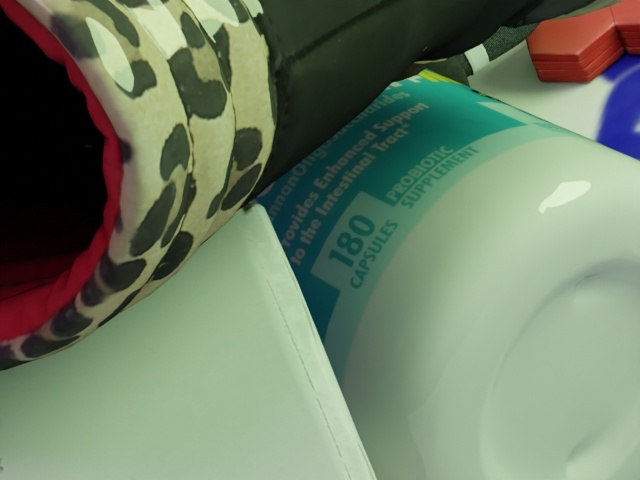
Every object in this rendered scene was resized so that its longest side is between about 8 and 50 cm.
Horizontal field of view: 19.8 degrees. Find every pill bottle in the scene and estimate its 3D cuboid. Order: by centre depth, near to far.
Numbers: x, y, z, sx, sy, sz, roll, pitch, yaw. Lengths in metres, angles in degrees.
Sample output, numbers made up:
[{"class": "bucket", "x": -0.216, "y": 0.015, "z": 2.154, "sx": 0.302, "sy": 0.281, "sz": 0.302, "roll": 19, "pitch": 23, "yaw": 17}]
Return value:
[{"class": "pill bottle", "x": 0.000, "y": 0.000, "z": 0.668, "sx": 0.146, "sy": 0.146, "sz": 0.264, "roll": -45, "pitch": 44, "yaw": -17}]

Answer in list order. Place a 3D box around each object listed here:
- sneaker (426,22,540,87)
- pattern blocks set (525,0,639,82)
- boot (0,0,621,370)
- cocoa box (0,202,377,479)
[{"class": "sneaker", "x": -0.005, "y": -0.126, "z": 0.806, "sx": 0.121, "sy": 0.079, "sz": 0.217, "roll": -42, "pitch": 47, "yaw": -10}, {"class": "pattern blocks set", "x": 0.014, "y": -0.141, "z": 0.891, "sx": 0.325, "sy": 0.026, "sz": 0.285, "roll": -16, "pitch": 43, "yaw": 15}, {"class": "boot", "x": -0.107, "y": -0.078, "z": 0.525, "sx": 0.377, "sy": 0.138, "sz": 0.284, "roll": 7, "pitch": 27, "yaw": 29}, {"class": "cocoa box", "x": -0.132, "y": 0.185, "z": 0.453, "sx": 0.347, "sy": 0.228, "sz": 0.231, "roll": -17, "pitch": 41, "yaw": -6}]
